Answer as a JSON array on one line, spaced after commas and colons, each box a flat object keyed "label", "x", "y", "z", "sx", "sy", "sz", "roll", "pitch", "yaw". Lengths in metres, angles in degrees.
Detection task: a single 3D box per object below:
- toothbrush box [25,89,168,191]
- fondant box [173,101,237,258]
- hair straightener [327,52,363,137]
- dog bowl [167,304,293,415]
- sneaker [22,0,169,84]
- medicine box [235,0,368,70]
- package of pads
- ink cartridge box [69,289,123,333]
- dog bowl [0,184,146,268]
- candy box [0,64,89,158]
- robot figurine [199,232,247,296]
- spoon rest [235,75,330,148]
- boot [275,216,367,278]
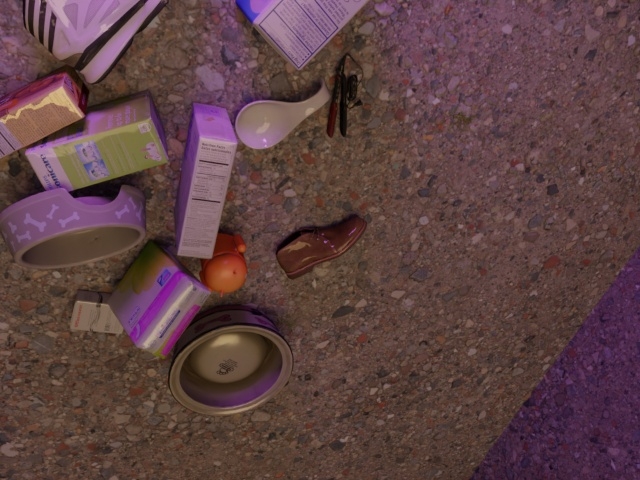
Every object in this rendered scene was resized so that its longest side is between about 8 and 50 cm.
[{"label": "toothbrush box", "x": -0.522, "y": -0.237, "z": 1.324, "sx": 0.283, "sy": 0.206, "sz": 0.122, "roll": -19, "pitch": 126, "yaw": -5}, {"label": "fondant box", "x": -0.305, "y": -0.155, "z": 1.432, "sx": 0.096, "sy": 0.238, "sz": 0.331, "roll": 7, "pitch": 120, "yaw": -22}, {"label": "hair straightener", "x": 0.073, "y": -0.395, "z": 1.530, "sx": 0.088, "sy": 0.047, "sz": 0.231, "roll": -3, "pitch": 119, "yaw": -17}, {"label": "dog bowl", "x": -0.302, "y": 0.390, "z": 1.853, "sx": 0.407, "sy": 0.150, "sz": 0.408, "roll": -9, "pitch": 126, "yaw": -13}, {"label": "sneaker", "x": -0.455, "y": -0.564, "z": 1.151, "sx": 0.447, "sy": 0.169, "sz": 0.257, "roll": -45, "pitch": 127, "yaw": 16}, {"label": "medicine box", "x": -0.027, "y": -0.563, "z": 1.240, "sx": 0.289, "sy": 0.263, "sz": 0.149, "roll": -42, "pitch": 125, "yaw": 11}, {"label": "package of pads", "x": -0.453, "y": 0.161, "z": 1.528, "sx": 0.101, "sy": 0.296, "sz": 0.229, "roll": 38, "pitch": 87, "yaw": -42}, {"label": "ink cartridge box", "x": -0.662, "y": 0.214, "z": 1.665, "sx": 0.150, "sy": 0.063, "sz": 0.109, "roll": 11, "pitch": 117, "yaw": -25}, {"label": "dog bowl", "x": -0.598, "y": -0.025, "z": 1.375, "sx": 0.348, "sy": 0.102, "sz": 0.349, "roll": -18, "pitch": 169, "yaw": -4}, {"label": "candy box", "x": -0.690, "y": -0.273, "z": 1.256, "sx": 0.316, "sy": 0.183, "sz": 0.088, "roll": -27, "pitch": 126, "yaw": 0}, {"label": "robot figurine", "x": -0.281, "y": 0.067, "z": 1.599, "sx": 0.158, "sy": 0.219, "sz": 0.128, "roll": -18, "pitch": 126, "yaw": -7}, {"label": "spoon rest", "x": -0.097, "y": -0.340, "z": 1.477, "sx": 0.276, "sy": 0.084, "sz": 0.137, "roll": -29, "pitch": 127, "yaw": 0}, {"label": "boot", "x": 0.000, "y": 0.000, "z": 1.730, "sx": 0.305, "sy": 0.112, "sz": 0.115, "roll": -31, "pitch": 116, "yaw": 5}]
